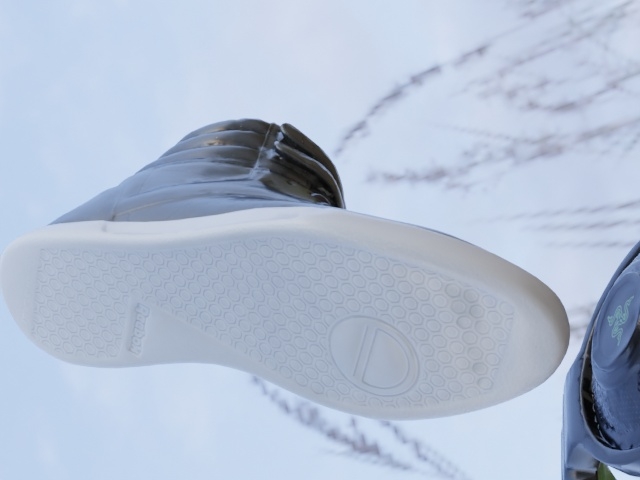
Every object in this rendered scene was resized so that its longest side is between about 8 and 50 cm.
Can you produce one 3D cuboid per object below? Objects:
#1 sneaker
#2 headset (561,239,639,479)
[{"bbox_3d":[0.000,0.000,0.857,0.147,0.295,0.105,-45,-51,-46],"label":"sneaker"},{"bbox_3d":[0.244,0.035,0.842,0.394,0.243,0.185,94,-179,-48],"label":"headset"}]
